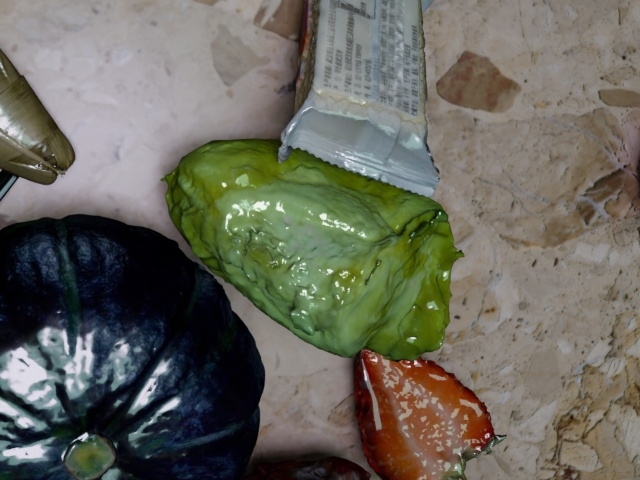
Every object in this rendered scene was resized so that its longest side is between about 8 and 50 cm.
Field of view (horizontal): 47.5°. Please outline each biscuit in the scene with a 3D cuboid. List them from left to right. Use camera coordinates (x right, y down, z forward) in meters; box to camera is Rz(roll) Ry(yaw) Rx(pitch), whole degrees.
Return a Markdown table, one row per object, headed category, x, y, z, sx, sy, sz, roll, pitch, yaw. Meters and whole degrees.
| category | x | y | z | sx | sy | sz | roll | pitch | yaw |
| --- | --- | --- | --- | --- | --- | --- | --- | --- | --- |
| biscuit | 0.049 | -0.200 | 0.788 | 0.185 | 0.079 | 0.309 | 13 | 56 | -18 |

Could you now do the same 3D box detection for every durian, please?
| category | x | y | z | sx | sy | sz | roll | pitch | yaw |
| --- | --- | --- | --- | --- | --- | --- | --- | --- | --- |
| durian | 0.000 | 0.000 | 0.782 | 0.339 | 0.256 | 0.205 | 35 | 99 | 11 |

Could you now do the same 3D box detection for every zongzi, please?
| category | x | y | z | sx | sy | sz | roll | pitch | yaw |
| --- | --- | --- | --- | --- | --- | --- | --- | --- | --- |
| zongzi | -0.354 | -0.095 | 0.726 | 0.176 | 0.078 | 0.160 | -41 | 107 | -23 |

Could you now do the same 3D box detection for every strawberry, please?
| category | x | y | z | sx | sy | sz | roll | pitch | yaw |
| --- | --- | --- | --- | --- | --- | --- | --- | --- | --- |
| strawberry | 0.102 | 0.229 | 0.927 | 0.228 | 0.098 | 0.174 | 38 | 85 | -16 |

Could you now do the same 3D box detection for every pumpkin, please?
| category | x | y | z | sx | sy | sz | roll | pitch | yaw |
| --- | --- | --- | --- | --- | --- | --- | --- | --- | --- |
| pumpkin | -0.234 | 0.153 | 0.719 | 0.363 | 0.266 | 0.364 | -2 | 97 | -21 |

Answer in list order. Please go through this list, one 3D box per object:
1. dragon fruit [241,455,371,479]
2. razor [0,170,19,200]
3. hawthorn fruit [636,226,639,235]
| category | x | y | z | sx | sy | sz | roll | pitch | yaw |
| --- | --- | --- | --- | --- | --- | --- | --- | --- | --- |
| dragon fruit | -0.029 | 0.400 | 0.799 | 0.329 | 0.329 | 0.330 | -3 | 99 | -17 |
| razor | -0.439 | -0.102 | 0.728 | 0.253 | 0.042 | 0.082 | 34 | 45 | -19 |
| hawthorn fruit | 0.523 | -0.090 | 0.965 | 0.205 | 0.205 | 0.253 | 38 | 95 | -19 |
